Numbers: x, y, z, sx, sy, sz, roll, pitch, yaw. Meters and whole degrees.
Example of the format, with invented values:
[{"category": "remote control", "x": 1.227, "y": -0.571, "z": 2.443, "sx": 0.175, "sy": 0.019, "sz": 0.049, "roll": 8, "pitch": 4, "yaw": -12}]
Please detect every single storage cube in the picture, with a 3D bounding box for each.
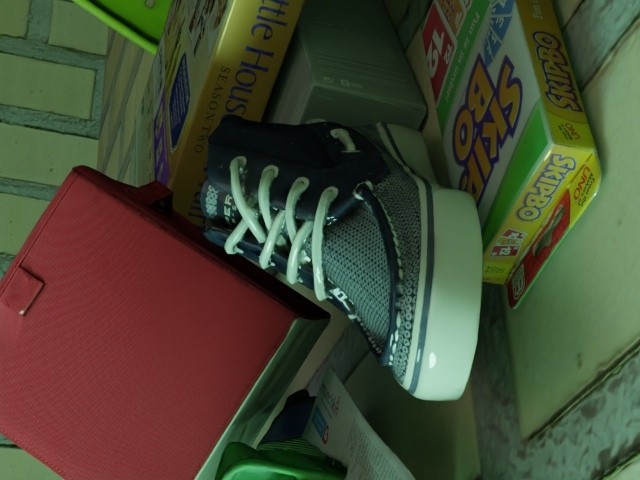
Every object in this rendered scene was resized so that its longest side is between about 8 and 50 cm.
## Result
[{"category": "storage cube", "x": -0.128, "y": 0.080, "z": 0.924, "sx": 0.215, "sy": 0.193, "sz": 0.183, "roll": -57, "pitch": -9, "yaw": 1}]

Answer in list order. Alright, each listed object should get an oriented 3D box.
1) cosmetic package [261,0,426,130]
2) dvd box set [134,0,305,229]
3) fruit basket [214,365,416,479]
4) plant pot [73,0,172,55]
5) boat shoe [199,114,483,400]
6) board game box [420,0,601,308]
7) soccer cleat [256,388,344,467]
[{"category": "cosmetic package", "x": 0.003, "y": -0.132, "z": 1.046, "sx": 0.238, "sy": 0.107, "sz": 0.127, "roll": -98, "pitch": 24, "yaw": -51}, {"category": "dvd box set", "x": -0.084, "y": -0.203, "z": 1.093, "sx": 0.307, "sy": 0.062, "sz": 0.420, "roll": -103, "pitch": 30, "yaw": -55}, {"category": "fruit basket", "x": 0.009, "y": 0.278, "z": 0.722, "sx": 0.353, "sy": 0.165, "sz": 0.327, "roll": 34, "pitch": 109, "yaw": 65}, {"category": "plant pot", "x": -0.197, "y": -0.387, "z": 1.597, "sx": 0.207, "sy": 0.228, "sz": 0.227, "roll": -61, "pitch": 11, "yaw": -17}, {"category": "boat shoe", "x": 0.000, "y": 0.000, "z": 0.788, "sx": 0.340, "sy": 0.158, "sz": 0.127, "roll": -105, "pitch": 21, "yaw": -73}, {"category": "board game box", "x": 0.113, "y": -0.093, "z": 0.777, "sx": 0.124, "sy": 0.039, "sz": 0.259, "roll": 115, "pitch": 155, "yaw": -46}, {"category": "soccer cleat", "x": -0.041, "y": 0.244, "z": 0.992, "sx": 0.121, "sy": 0.093, "sz": 0.289, "roll": -86, "pitch": 16, "yaw": -51}]
